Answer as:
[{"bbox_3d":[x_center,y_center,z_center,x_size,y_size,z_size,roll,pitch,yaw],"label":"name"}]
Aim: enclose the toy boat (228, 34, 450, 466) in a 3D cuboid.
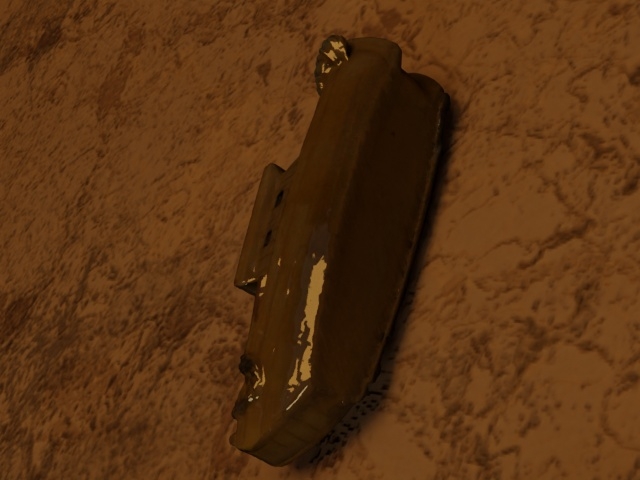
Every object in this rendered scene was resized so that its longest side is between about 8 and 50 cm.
[{"bbox_3d":[0.000,0.000,0.773,0.121,0.089,0.321,-10,57,46],"label":"toy boat"}]
